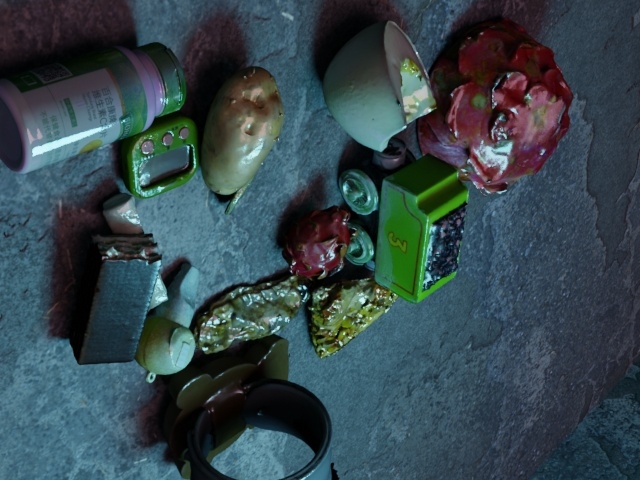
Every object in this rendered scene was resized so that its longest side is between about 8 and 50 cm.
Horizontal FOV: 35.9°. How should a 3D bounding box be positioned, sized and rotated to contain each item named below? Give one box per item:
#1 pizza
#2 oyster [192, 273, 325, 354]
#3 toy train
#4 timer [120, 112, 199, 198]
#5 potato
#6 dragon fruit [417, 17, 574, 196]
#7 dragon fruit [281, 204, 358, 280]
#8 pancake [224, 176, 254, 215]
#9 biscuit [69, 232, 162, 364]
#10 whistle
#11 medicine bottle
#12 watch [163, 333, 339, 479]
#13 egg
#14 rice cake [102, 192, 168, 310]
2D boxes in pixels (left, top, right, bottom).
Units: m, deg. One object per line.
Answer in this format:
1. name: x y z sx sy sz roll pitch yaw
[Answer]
1. pizza: 0.086 0.135 2.136 0.251 0.074 0.288 -34 157 -14
2. oyster: -0.111 0.133 1.989 0.345 0.078 0.129 -23 125 -35
3. toy train: 0.166 -0.044 2.016 0.173 0.248 0.307 -30 137 -36
4. timer: -0.261 -0.138 1.605 0.140 0.047 0.128 -27 134 -35
5. potato: -0.130 -0.175 1.640 0.235 0.128 0.161 -65 176 16
6. dragon fruit: 0.395 -0.268 2.128 0.370 0.249 0.387 4 113 -46
7. dragon fruit: 0.000 0.000 1.961 0.166 0.136 0.133 -54 180 12
8. pancake: -0.143 -0.088 1.763 0.108 0.017 0.108 -59 -174 10
9. biscuit: -0.340 0.095 1.631 0.106 0.070 0.252 0 128 -29
10. whistle: -0.279 0.148 1.786 0.123 0.122 0.223 34 70 -55
11. medicine bottle: -0.328 -0.198 1.403 0.274 0.133 0.134 -28 136 -35
12. watch: -0.112 0.391 1.955 0.335 0.326 0.314 -30 141 -33
13. egg: 0.091 -0.283 1.814 0.207 0.161 0.271 66 23 -16
14. rice cake: -0.312 0.024 1.670 0.057 0.052 0.256 -34 139 -22
